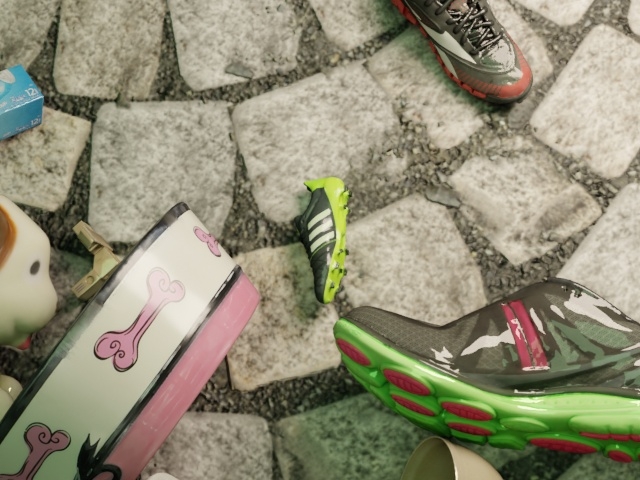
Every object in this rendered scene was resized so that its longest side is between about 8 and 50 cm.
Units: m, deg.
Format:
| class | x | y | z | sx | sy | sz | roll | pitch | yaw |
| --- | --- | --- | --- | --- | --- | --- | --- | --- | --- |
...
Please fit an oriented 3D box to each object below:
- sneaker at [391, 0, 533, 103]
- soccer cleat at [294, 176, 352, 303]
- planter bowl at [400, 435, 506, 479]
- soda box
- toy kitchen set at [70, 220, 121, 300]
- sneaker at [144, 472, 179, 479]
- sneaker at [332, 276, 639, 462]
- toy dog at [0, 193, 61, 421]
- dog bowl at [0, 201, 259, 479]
| class | x | y | z | sx | sy | sz | roll | pitch | yaw |
| --- | --- | --- | --- | --- | --- | --- | --- | --- | --- |
| sneaker | 0.186 | -0.301 | 1.364 | 0.098 | 0.135 | 0.276 | -36 | 77 | -3 |
| soccer cleat | 0.000 | 0.000 | 1.365 | 0.072 | 0.060 | 0.178 | 0 | 71 | 17 |
| planter bowl | 0.172 | 0.329 | 1.227 | 0.109 | 0.162 | 0.162 | 16 | 79 | -16 |
| soda box | -0.497 | -0.168 | 1.409 | 0.210 | 0.071 | 0.067 | -30 | 74 | -30 |
| toy kitchen set | -0.331 | 0.024 | 1.392 | 0.075 | 0.068 | 0.083 | -42 | 76 | -3 |
| sneaker | -0.140 | 0.420 | 1.227 | 0.127 | 0.126 | 0.321 | -36 | 106 | 19 |
| sneaker | 0.255 | 0.147 | 1.258 | 0.483 | 0.185 | 0.202 | 9 | 61 | 6 |
| toy dog | -0.525 | 0.105 | 1.289 | 0.408 | 0.284 | 0.395 | -35 | 84 | -6 |
| dog bowl | -0.227 | 0.159 | 1.198 | 0.150 | 0.408 | 0.408 | 36 | 84 | -3 |
